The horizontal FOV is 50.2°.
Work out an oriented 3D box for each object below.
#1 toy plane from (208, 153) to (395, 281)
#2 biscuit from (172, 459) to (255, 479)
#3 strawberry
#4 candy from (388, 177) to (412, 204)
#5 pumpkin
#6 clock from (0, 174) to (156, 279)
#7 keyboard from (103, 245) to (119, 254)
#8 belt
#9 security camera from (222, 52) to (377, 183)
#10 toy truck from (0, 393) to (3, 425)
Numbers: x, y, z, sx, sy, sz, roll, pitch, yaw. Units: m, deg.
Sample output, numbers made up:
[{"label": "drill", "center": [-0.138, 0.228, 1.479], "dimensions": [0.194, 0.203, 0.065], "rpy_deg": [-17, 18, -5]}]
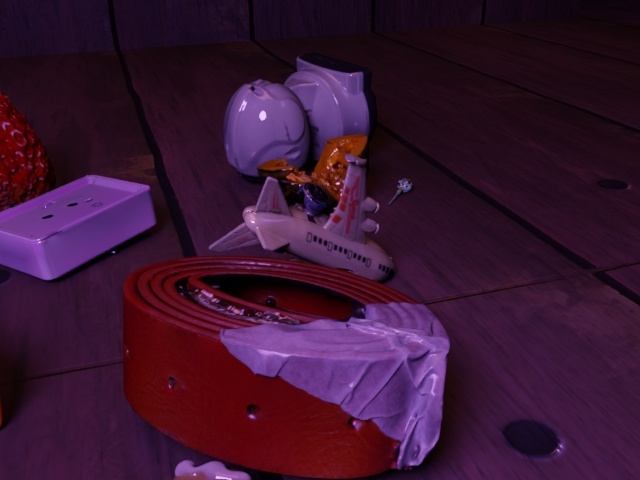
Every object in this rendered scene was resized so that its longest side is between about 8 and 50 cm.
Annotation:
[{"label": "toy plane", "center": [0.000, 0.000, 0.823], "dimensions": [0.256, 0.242, 0.104], "rpy_deg": [11, 38, -49]}, {"label": "biscuit", "center": [-0.065, 0.232, 0.409], "dimensions": [0.197, 0.049, 0.301], "rpy_deg": [5, 16, 16]}, {"label": "strawberry", "center": [-0.535, -0.127, 1.039], "dimensions": [0.257, 0.257, 0.277], "rpy_deg": [16, 0, 32]}, {"label": "candy", "center": [0.133, -0.079, 1.146], "dimensions": [0.023, 0.025, 0.083], "rpy_deg": [-18, 22, 37]}, {"label": "pumpkin", "center": [-0.003, -0.095, 1.079], "dimensions": [0.183, 0.108, 0.119], "rpy_deg": [-19, 23, -18]}, {"label": "clock", "center": [-0.354, -0.025, 0.973], "dimensions": [0.150, 0.063, 0.197], "rpy_deg": [12, 32, 33]}, {"label": "keyboard", "center": [-0.325, -0.013, 1.029], "dimensions": [0.053, 0.010, 0.155], "rpy_deg": [-6, 26, -8]}, {"label": "belt", "center": [-0.032, 0.099, 0.626], "dimensions": [0.323, 0.115, 0.227], "rpy_deg": [12, 18, 27]}, {"label": "security camera", "center": [-0.051, -0.209, 1.231], "dimensions": [0.277, 0.191, 0.197], "rpy_deg": [-26, 40, -36]}, {"label": "toy truck", "center": [-0.411, 0.107, 0.662], "dimensions": [0.252, 0.114, 0.107], "rpy_deg": [23, 35, 37]}]
